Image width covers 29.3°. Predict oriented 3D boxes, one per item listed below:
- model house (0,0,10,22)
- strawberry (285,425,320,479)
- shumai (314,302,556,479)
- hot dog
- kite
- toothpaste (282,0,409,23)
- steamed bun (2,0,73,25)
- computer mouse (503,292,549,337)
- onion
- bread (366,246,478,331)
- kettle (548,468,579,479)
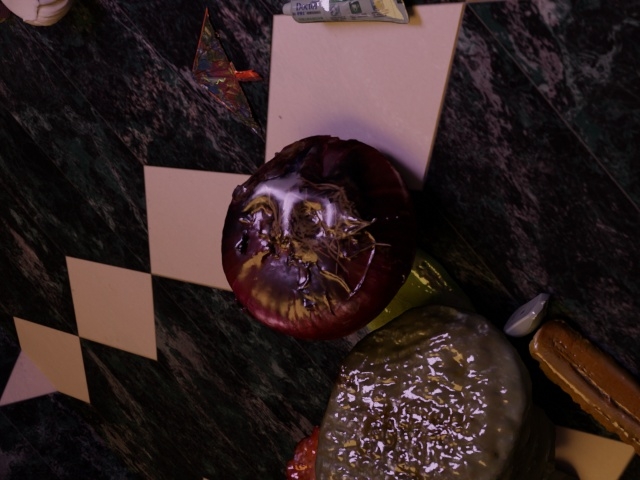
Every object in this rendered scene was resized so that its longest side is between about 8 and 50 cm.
[{"bbox_3d":[-0.616,-0.454,2.286,0.058,0.057,0.083,-30,81,34],"label":"model house"},{"bbox_3d":[0.060,0.479,2.447,0.234,0.234,0.178,22,171,38],"label":"strawberry"},{"bbox_3d":[0.209,0.310,1.875,0.324,0.397,0.323,31,-173,41],"label":"shumai"},{"bbox_3d":[0.414,0.225,1.725,0.289,0.083,0.068,43,170,7],"label":"hot dog"},{"bbox_3d":[-0.155,-0.264,1.941,0.189,0.009,0.232,9,133,48],"label":"kite"},{"bbox_3d":[0.029,-0.311,1.616,0.218,0.041,0.064,6,126,45],"label":"toothpaste"},{"bbox_3d":[-0.479,-0.453,2.044,0.183,0.106,0.183,30,143,26],"label":"steamed bun"},{"bbox_3d":[0.302,0.111,1.750,0.032,0.056,0.110,38,149,-3],"label":"computer mouse"},{"bbox_3d":[0.000,0.000,1.804,0.314,0.314,0.232,32,-179,26],"label":"onion"},{"bbox_3d":[0.136,0.108,1.979,0.301,0.045,0.301,34,149,24],"label":"bread"},{"bbox_3d":[0.353,0.422,2.024,0.148,0.098,0.127,9,128,43],"label":"kettle"}]
